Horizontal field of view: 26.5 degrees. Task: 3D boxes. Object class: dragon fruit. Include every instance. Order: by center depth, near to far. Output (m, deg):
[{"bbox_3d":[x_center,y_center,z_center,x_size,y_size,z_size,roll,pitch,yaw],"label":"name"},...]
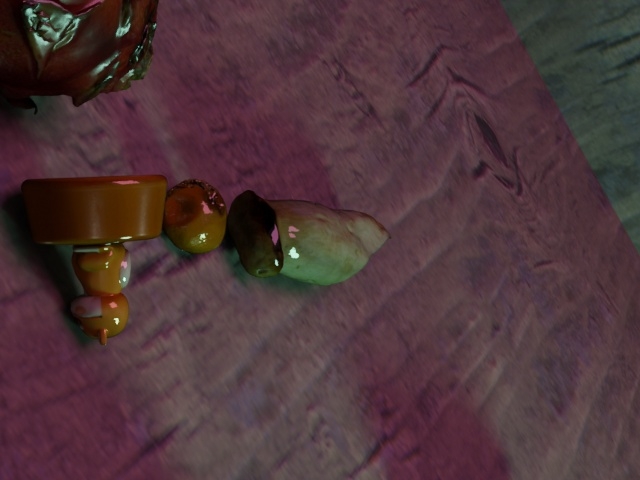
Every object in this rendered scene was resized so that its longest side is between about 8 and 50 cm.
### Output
[{"bbox_3d":[-0.273,-0.257,1.225,0.315,0.250,0.250,39,32,-65],"label":"dragon fruit"}]

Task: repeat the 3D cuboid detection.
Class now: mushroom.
[{"bbox_3d":[0.001,0.003,1.640,0.333,0.087,0.107,11,55,-61],"label":"mushroom"}]

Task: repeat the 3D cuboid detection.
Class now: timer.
[{"bbox_3d":[-0.203,0.018,1.239,0.132,0.132,0.152,-8,97,-63],"label":"timer"}]

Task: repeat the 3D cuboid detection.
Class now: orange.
[{"bbox_3d":[-0.130,-0.027,1.448,0.086,0.062,0.086,42,35,-39],"label":"orange"}]
